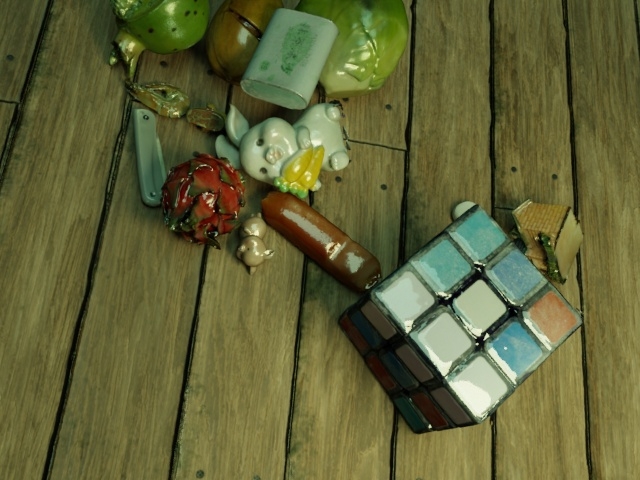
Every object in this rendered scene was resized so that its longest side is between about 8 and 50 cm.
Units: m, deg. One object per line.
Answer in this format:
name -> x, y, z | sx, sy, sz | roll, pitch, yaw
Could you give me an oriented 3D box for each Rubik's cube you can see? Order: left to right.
Rubik's cube -> 0.292, 0.187, 1.554 | 0.363, 0.359, 0.362 | -32, 81, -22

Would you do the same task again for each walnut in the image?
walnut -> -0.189, -0.560, 1.819 | 0.209, 0.209, 0.336 | 11, 63, -8

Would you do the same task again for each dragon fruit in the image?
dragon fruit -> -0.282, -0.093, 1.620 | 0.193, 0.192, 0.274 | 24, 43, 22

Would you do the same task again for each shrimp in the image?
shrimp -> -0.422, -0.377, 1.781 | 0.180, 0.041, 0.099 | 23, 66, -2

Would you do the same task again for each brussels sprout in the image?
brussels sprout -> 0.080, -0.546, 1.846 | 0.344, 0.268, 0.344 | -1, 86, 14

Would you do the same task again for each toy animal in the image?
toy animal -> -0.161, 0.001, 1.674 | 0.089, 0.083, 0.150 | 2, 68, -14
toy animal -> -0.088, -0.237, 1.705 | 0.310, 0.183, 0.247 | -17, 40, -19

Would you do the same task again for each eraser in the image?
eraser -> -0.072, -0.441, 1.666 | 0.174, 0.081, 0.227 | 17, 67, 11

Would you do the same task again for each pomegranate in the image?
pomegranate -> -0.424, -0.572, 1.760 | 0.260, 0.260, 0.341 | 36, 98, 2

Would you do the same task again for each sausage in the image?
sausage -> 0.001, 0.000, 1.705 | 0.348, 0.094, 0.097 | 38, 78, 2

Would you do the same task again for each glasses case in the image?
glasses case -> 0.419, -0.014, 1.822 | 0.076, 0.049, 0.197 | -23, 76, -19

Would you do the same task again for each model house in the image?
model house -> 0.564, -0.009, 1.792 | 0.172, 0.183, 0.166 | 15, 63, 36

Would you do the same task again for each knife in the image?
knife -> -0.425, -0.207, 1.720 | 0.073, 0.040, 0.266 | -4, 70, -25

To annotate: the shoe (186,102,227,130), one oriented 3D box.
shoe -> -0.287, -0.317, 1.773 | 0.109, 0.069, 0.072 | -3, 107, -2
